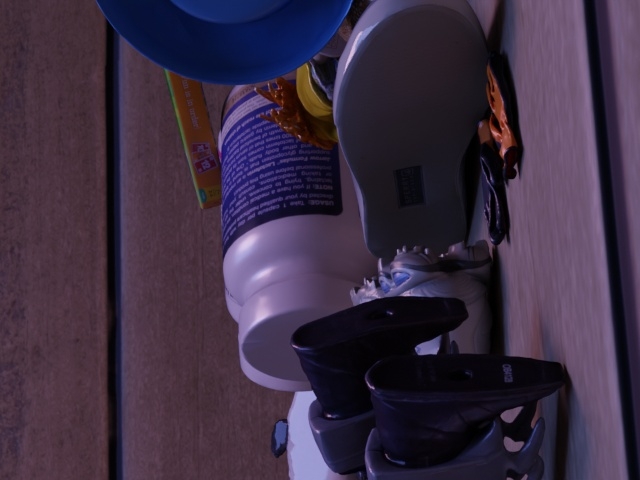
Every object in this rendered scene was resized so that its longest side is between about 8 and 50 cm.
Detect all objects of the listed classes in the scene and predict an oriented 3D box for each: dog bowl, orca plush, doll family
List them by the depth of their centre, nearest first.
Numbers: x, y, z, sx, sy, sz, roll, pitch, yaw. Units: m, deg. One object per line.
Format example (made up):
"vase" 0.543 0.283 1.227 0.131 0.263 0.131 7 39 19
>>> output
"dog bowl" -0.025 -0.235 0.892 0.074 0.166 0.297 -63 -3 -69
"doll family" 0.008 -0.163 1.179 0.163 0.118 0.263 92 175 -66
"orca plush" 0.034 0.280 1.864 0.151 0.102 0.287 -18 81 42

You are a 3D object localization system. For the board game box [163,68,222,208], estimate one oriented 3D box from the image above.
"board game box" -0.134 -0.169 1.471 0.124 0.039 0.259 -118 11 -69

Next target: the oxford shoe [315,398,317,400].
"oxford shoe" 0.033 0.133 1.494 0.212 0.076 0.076 -107 26 -80

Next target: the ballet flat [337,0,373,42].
"ballet flat" 0.044 -0.129 0.979 0.206 0.073 0.067 -79 -27 -83

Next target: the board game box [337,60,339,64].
"board game box" 0.020 -0.178 1.807 0.210 0.047 0.160 92 176 -53

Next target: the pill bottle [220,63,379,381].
"pill bottle" -0.012 -0.018 1.394 0.153 0.153 0.264 91 177 -55

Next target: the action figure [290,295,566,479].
"action figure" 0.053 0.174 0.690 0.185 0.099 0.285 -116 19 -67

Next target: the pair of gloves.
"pair of gloves" 0.082 -0.044 0.746 0.083 0.010 0.074 89 177 -51

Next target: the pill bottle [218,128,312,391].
"pill bottle" -0.025 0.009 1.696 0.160 0.160 0.283 -96 5 -65

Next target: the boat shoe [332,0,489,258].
"boat shoe" 0.043 -0.074 0.836 0.227 0.079 0.081 85 177 -59

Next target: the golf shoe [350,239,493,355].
"golf shoe" 0.056 0.056 0.851 0.176 0.069 0.086 94 168 -80
